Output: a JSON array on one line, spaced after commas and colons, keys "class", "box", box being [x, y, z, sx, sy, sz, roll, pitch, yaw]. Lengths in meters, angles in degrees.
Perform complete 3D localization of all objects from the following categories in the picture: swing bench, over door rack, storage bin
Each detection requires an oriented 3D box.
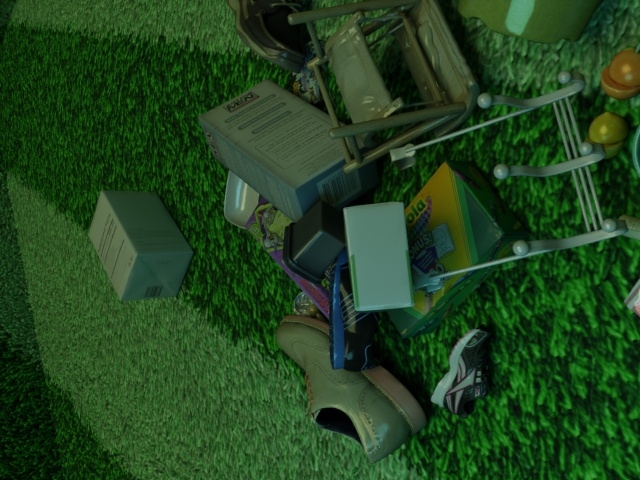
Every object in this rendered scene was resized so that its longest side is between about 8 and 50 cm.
[{"class": "swing bench", "box": [0.111, -0.292, 1.144, 0.255, 0.165, 0.253, -20, 70, 5]}, {"class": "over door rack", "box": [0.241, -0.075, 0.955, 0.324, 0.108, 0.239, -21, 69, 37]}, {"class": "storage bin", "box": [0.000, 0.000, 1.161, 0.091, 0.098, 0.135, -47, 22, 27]}]

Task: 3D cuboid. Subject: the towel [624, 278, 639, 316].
[{"class": "towel", "box": [0.485, 0.093, 0.813, 0.197, 0.029, 0.144, 49, 137, 32]}]

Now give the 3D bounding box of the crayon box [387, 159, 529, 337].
[{"class": "crayon box", "box": [0.201, 0.019, 1.134, 0.278, 0.081, 0.165, -54, 53, 35]}]

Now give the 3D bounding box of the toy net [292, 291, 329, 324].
[{"class": "toy net", "box": [0.004, 0.135, 1.396, 0.232, 0.045, 0.121, 2, 93, 50]}]

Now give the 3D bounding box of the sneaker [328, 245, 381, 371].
[{"class": "sneaker", "box": [0.063, 0.123, 1.218, 0.081, 0.091, 0.232, 126, 145, -77]}]

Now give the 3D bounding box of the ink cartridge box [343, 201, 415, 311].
[{"class": "ink cartridge box", "box": [0.089, 0.035, 1.043, 0.212, 0.093, 0.154, 54, -150, -82]}]

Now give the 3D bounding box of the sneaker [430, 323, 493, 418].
[{"class": "sneaker", "box": [0.254, 0.220, 1.101, 0.077, 0.072, 0.178, 36, 126, 30]}]

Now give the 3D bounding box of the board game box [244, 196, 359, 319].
[{"class": "board game box", "box": [-0.012, -0.018, 1.375, 0.208, 0.056, 0.347, -55, 50, 11]}]

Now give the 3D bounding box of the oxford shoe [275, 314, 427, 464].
[{"class": "oxford shoe", "box": [0.015, 0.271, 1.278, 0.397, 0.147, 0.140, 28, 149, 47]}]

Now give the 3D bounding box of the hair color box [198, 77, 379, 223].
[{"class": "hair color box", "box": [-0.073, -0.187, 1.352, 0.374, 0.185, 0.113, 40, 156, 41]}]

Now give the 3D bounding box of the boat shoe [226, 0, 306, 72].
[{"class": "boat shoe", "box": [-0.109, -0.497, 1.426, 0.130, 0.132, 0.355, -52, 46, 29]}]

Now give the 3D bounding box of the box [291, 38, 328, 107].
[{"class": "box", "box": [-0.025, -0.353, 1.430, 0.094, 0.027, 0.136, -8, 85, 51]}]

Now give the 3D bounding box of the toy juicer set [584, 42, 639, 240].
[{"class": "toy juicer set", "box": [0.435, -0.113, 0.851, 0.209, 0.090, 0.328, -5, 88, 49]}]

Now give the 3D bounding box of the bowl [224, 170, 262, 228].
[{"class": "bowl", "box": [-0.171, -0.102, 1.589, 0.142, 0.053, 0.141, 23, 108, 46]}]

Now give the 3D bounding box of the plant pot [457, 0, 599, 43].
[{"class": "plant pot", "box": [0.307, -0.414, 0.891, 0.276, 0.276, 0.253, 43, 134, 40]}]

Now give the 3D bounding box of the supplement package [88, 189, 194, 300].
[{"class": "supplement package", "box": [-0.522, 0.009, 1.906, 0.293, 0.178, 0.175, 52, 128, 36]}]
